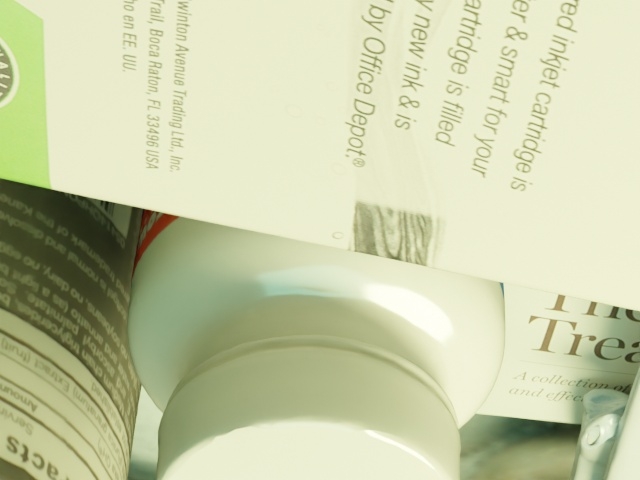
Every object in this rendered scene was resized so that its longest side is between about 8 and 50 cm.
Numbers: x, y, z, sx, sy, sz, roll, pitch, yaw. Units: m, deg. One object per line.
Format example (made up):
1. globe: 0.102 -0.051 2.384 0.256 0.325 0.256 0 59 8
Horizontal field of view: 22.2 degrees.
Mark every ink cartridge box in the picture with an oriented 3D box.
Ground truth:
1. ink cartridge box: 0.017 -0.100 0.412 0.273 0.114 0.198 12 138 2

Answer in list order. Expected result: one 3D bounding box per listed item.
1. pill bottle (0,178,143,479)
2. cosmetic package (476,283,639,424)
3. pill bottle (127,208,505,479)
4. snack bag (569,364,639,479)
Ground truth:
1. pill bottle: -0.154 0.072 0.567 0.176 0.318 0.176 2 137 2
2. cosmetic package: 0.255 -0.037 0.598 0.377 0.097 0.284 6 134 -3
3. pill bottle: 0.000 0.000 0.554 0.124 0.221 0.124 1 136 1
4. snack bag: 0.257 0.079 0.623 0.323 0.037 0.342 2 142 1
